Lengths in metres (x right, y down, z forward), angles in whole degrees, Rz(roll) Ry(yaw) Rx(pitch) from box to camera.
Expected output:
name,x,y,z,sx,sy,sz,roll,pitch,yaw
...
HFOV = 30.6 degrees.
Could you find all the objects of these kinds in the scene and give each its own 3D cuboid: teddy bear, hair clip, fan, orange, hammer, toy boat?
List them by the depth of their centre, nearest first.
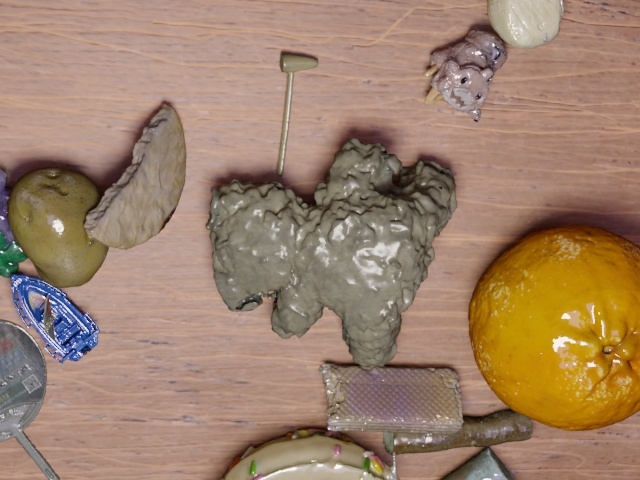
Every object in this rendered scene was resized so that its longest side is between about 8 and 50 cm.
name,x,y,z,sx,sy,sz,roll,pitch,yaw
hair clip,-0.514,-0.028,1.808,0.124,0.052,0.195,-10,113,1
toy boat,-0.419,0.120,1.820,0.091,0.110,0.175,-40,105,1
teddy bear,0.000,0.000,1.841,0.367,0.224,0.357,21,101,1
hammer,-0.044,-0.196,1.855,0.060,0.028,0.195,2,106,-17
orange,0.410,0.143,1.871,0.340,0.293,0.341,-3,105,-11
fan,-0.509,0.245,1.888,0.294,0.012,0.223,27,97,-15

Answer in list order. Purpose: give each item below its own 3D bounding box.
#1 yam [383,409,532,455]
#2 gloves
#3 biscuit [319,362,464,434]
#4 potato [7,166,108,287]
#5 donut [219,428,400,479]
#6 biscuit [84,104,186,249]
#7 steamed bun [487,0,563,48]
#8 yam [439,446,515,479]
name,x,y,z,sx,sy,sz,roll,pitch,yaw
yam,0.235,0.329,2.007,0.253,0.061,0.061,-5,104,-8
gloves,0.232,-0.266,1.849,0.110,0.094,0.144,24,91,-26
biscuit,0.117,0.264,1.951,0.239,0.062,0.108,4,58,-11
potato,-0.394,-0.011,1.778,0.157,0.157,0.194,-2,127,-9
donut,-0.052,0.486,1.951,0.307,0.150,0.371,12,101,-12
biscuit,-0.265,-0.074,1.787,0.250,0.032,0.133,-62,144,-27
steamed bun,0.316,-0.366,1.835,0.112,0.091,0.130,-15,103,-10
yam,0.214,0.461,2.022,0.259,0.093,0.093,-35,107,1
